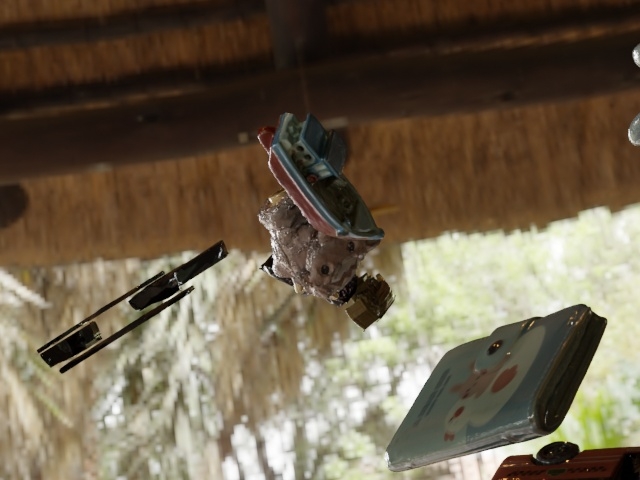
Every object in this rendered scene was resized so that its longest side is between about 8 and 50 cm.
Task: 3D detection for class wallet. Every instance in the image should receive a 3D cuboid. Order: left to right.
[{"bbox_3d":[0.251,0.214,1.981,0.083,0.252,0.360,46,-35,-13],"label":"wallet"}]

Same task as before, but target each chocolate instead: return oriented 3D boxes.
[{"bbox_3d":[-0.016,0.059,2.041,0.147,0.070,0.072,7,-13,-39],"label":"chocolate"}]

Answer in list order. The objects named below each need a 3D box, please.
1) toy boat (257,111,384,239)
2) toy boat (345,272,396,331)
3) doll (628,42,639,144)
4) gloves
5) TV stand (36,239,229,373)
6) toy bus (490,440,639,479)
[{"bbox_3d":[0.007,-0.057,1.360,0.058,0.069,0.173,-19,-54,27],"label":"toy boat"},{"bbox_3d":[0.071,0.087,2.140,0.064,0.072,0.206,-38,2,13],"label":"toy boat"},{"bbox_3d":[0.547,-0.240,2.052,0.153,0.195,0.258,26,-58,-11],"label":"doll"},{"bbox_3d":[-0.009,0.002,1.579,0.144,0.110,0.094,40,-7,-14],"label":"gloves"},{"bbox_3d":[-0.213,0.076,1.597,0.249,0.042,0.036,-32,1,5],"label":"TV stand"},{"bbox_3d":[0.456,0.431,2.069,0.427,0.203,0.233,-9,17,34],"label":"toy bus"}]
